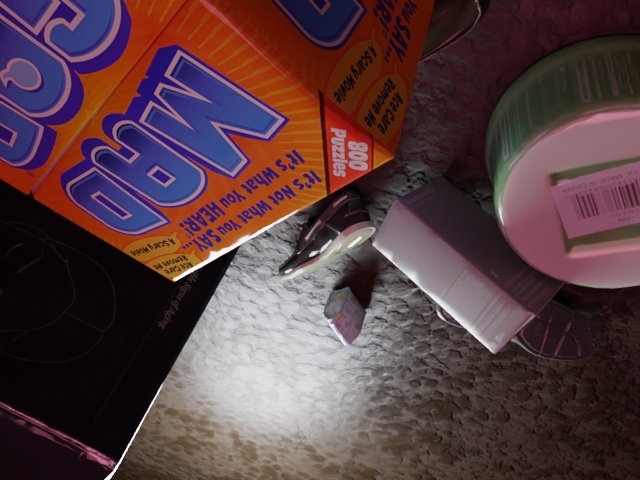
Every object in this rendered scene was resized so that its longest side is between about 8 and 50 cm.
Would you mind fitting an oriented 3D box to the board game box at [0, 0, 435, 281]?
[{"bbox_3d":[-0.141,-0.236,0.589,0.356,0.356,0.357,36,142,-25],"label":"board game box"}]

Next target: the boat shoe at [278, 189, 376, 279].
[{"bbox_3d":[0.000,0.000,1.016,0.233,0.084,0.079,-40,71,45],"label":"boat shoe"}]

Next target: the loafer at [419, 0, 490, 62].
[{"bbox_3d":[0.106,-0.246,0.755,0.220,0.078,0.080,-24,118,33],"label":"loafer"}]

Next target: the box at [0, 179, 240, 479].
[{"bbox_3d":[-0.435,0.079,0.941,0.472,0.479,0.297,30,133,-7],"label":"box"}]

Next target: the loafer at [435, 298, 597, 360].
[{"bbox_3d":[0.318,0.120,1.009,0.268,0.084,0.096,18,101,-1],"label":"loafer"}]

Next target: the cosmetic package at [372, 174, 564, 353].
[{"bbox_3d":[0.206,0.027,0.862,0.238,0.127,0.107,44,135,17],"label":"cosmetic package"}]

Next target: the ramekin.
[{"bbox_3d":[0.359,-0.082,0.762,0.304,0.148,0.303,9,131,11],"label":"ramekin"}]

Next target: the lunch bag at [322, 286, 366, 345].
[{"bbox_3d":[0.040,0.138,1.098,0.053,0.083,0.071,-20,121,30],"label":"lunch bag"}]
